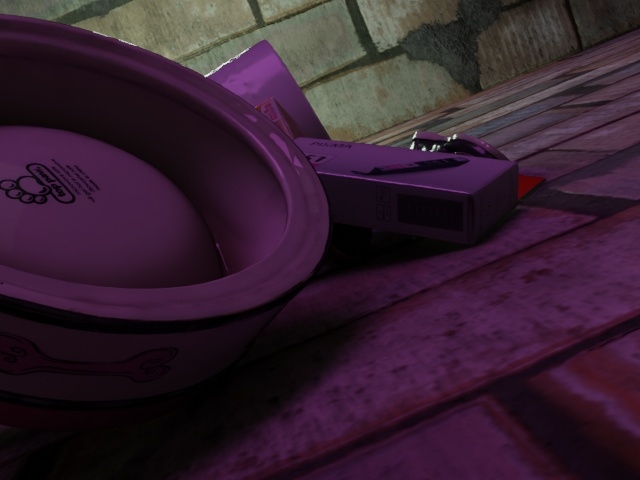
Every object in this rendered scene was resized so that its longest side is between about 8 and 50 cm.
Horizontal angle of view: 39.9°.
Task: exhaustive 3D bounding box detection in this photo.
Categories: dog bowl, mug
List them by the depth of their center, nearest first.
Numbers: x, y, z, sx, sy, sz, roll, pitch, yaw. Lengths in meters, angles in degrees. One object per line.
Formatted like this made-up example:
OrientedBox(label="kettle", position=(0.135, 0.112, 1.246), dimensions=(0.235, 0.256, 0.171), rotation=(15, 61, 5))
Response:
OrientedBox(label="dog bowl", position=(-0.203, -0.021, 0.704), dimensions=(0.408, 0.408, 0.150), rotation=(-34, -26, -55))
OrientedBox(label="mug", position=(-0.137, -0.084, 1.341), dimensions=(0.328, 0.276, 0.374), rotation=(-32, 38, 1))

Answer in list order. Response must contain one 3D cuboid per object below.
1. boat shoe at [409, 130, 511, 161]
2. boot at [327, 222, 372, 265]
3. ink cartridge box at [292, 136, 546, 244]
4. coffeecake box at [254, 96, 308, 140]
OrientedBox(label="boat shoe", position=(0.191, -0.105, 1.254), dimensions=(0.079, 0.084, 0.233), rotation=(-61, 23, -5))
OrientedBox(label="boot", position=(0.000, 0.000, 1.067), dimensions=(0.106, 0.082, 0.219), rotation=(-61, 19, 21))
OrientedBox(label="ink cartridge box", position=(0.089, -0.077, 0.989), dimensions=(0.275, 0.060, 0.239), rotation=(10, 25, 30))
OrientedBox(label="coffeecake box", position=(-0.106, -0.091, 1.134), dimensions=(0.185, 0.068, 0.142), rotation=(-28, -17, 9))
